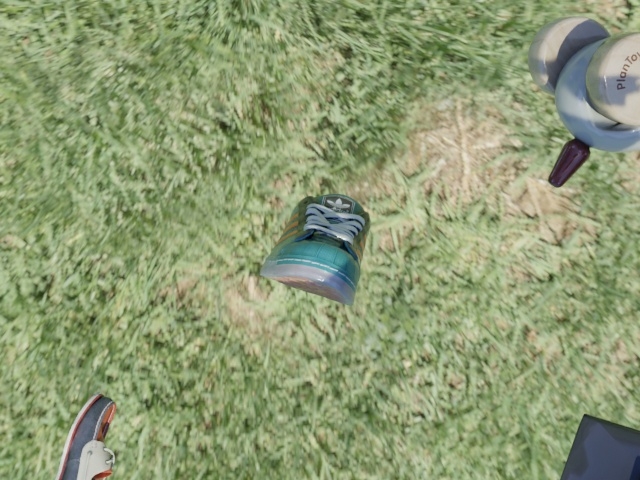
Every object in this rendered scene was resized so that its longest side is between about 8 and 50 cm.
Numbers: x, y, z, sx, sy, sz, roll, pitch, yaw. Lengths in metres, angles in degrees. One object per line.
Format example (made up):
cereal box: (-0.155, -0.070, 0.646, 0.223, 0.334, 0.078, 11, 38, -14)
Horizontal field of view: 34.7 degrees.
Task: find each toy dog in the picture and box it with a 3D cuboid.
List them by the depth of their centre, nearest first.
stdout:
toy dog: (0.347, -0.096, 0.984, 0.334, 0.220, 0.161, 21, 104, 5)

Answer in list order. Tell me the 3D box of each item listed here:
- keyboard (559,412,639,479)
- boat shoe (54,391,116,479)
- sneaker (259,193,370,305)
keyboard: (0.222, 0.113, 0.278, 0.317, 0.033, 0.201, 16, 62, 22)
boat shoe: (-0.192, 0.191, 0.841, 0.043, 0.137, 0.049, 11, 147, 9)
sneaker: (0.000, 0.000, 1.163, 0.108, 0.302, 0.121, 20, 89, -4)
